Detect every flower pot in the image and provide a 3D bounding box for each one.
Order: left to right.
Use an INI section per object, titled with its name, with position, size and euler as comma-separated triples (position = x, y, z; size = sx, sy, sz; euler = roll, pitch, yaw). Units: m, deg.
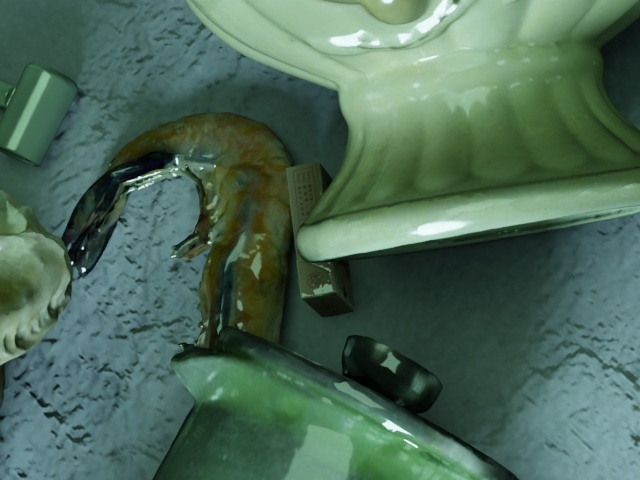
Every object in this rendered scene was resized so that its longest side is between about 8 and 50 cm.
[flower pot]
position = 0.076, -0.120, 0.756
size = 0.307, 0.307, 0.244
euler = -11, 89, 11

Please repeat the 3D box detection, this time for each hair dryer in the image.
[hair dryer]
position = -0.226, -0.097, 0.952
size = 0.124, 0.038, 0.063
euler = 21, 81, 24

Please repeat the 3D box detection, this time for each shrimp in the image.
[shrimp]
position = -0.090, 0.020, 0.877
size = 0.152, 0.046, 0.219
euler = -3, 71, 12

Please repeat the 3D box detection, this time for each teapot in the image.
[teapot]
position = -0.013, 0.223, 0.741
size = 0.270, 0.200, 0.337
euler = 29, 81, -7

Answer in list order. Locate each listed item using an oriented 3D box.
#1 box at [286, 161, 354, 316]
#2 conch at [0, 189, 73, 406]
[box]
position = 0.000, 0.000, 0.858
size = 0.024, 0.053, 0.083
euler = -9, 72, 12
[conch]
position = -0.283, 0.104, 0.837
size = 0.324, 0.186, 0.263
euler = -29, 52, -11
